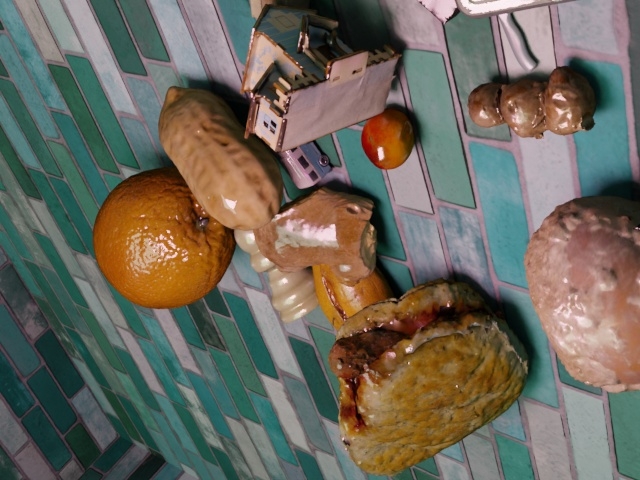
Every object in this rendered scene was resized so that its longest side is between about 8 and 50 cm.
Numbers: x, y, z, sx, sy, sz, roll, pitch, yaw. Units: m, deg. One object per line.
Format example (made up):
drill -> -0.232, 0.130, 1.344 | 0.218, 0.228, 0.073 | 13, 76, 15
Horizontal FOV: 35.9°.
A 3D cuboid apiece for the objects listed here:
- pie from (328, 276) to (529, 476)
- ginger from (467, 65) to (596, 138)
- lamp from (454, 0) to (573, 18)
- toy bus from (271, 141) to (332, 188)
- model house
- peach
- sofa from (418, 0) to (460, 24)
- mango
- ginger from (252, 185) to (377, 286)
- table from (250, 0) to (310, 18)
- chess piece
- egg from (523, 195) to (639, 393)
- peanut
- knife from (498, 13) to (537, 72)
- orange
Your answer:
pie -> 0.210, 0.281, 1.941 | 0.180, 0.395, 0.418 | -113, 6, -50
ginger -> 0.310, -0.201, 1.458 | 0.204, 0.080, 0.104 | 1, 115, 46
lamp -> 0.255, -0.422, 1.247 | 0.266, 0.047, 0.269 | -2, 127, 40
toy bus -> -0.043, -0.164, 1.916 | 0.060, 0.075, 0.123 | -10, 121, 54
model house -> -0.033, -0.285, 1.594 | 0.206, 0.271, 0.178 | 44, 143, 29
peach -> 0.114, -0.173, 1.698 | 0.100, 0.101, 0.101 | 30, 147, 22
sofa -> 0.160, -0.395, 1.425 | 0.147, 0.060, 0.085 | 42, 134, 3
mango -> 0.064, 0.110, 2.082 | 0.177, 0.120, 0.295 | -11, 120, 52
ginger -> 0.000, 0.000, 1.959 | 0.275, 0.130, 0.221 | -31, 102, 38
table -> -0.069, -0.407, 1.658 | 0.083, 0.062, 0.079 | 27, 145, 25
chess piece -> -0.098, 0.044, 2.190 | 0.251, 0.144, 0.144 | 54, 148, -8
egg -> 0.445, 0.079, 1.474 | 0.310, 0.279, 0.279 | 65, 155, 20
peanut -> -0.201, -0.171, 1.950 | 0.387, 0.169, 0.192 | 53, -170, 31
knife -> 0.261, -0.332, 1.415 | 0.028, 0.015, 0.210 | 6, 132, 55
orange -> -0.347, -0.007, 2.241 | 0.357, 0.322, 0.322 | -15, 117, 50
